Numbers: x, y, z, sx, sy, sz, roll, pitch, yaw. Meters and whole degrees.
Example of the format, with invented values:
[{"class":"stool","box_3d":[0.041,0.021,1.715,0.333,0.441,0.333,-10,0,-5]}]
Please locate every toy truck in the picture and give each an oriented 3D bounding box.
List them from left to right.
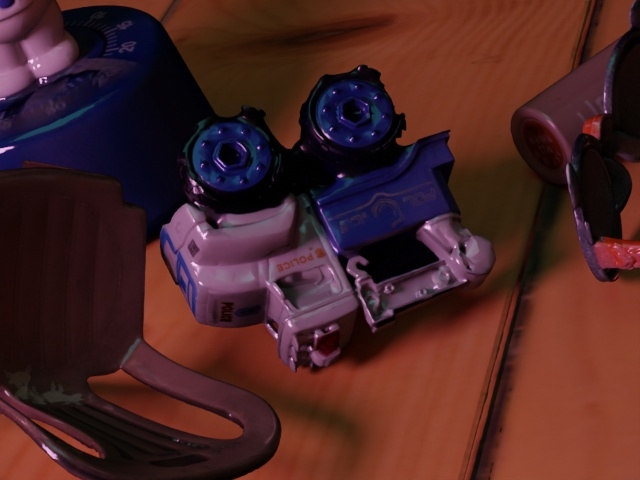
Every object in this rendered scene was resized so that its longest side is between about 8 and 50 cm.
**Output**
[{"class":"toy truck","box_3d":[0.000,0.000,1.136,0.213,0.161,0.177,-21,68,-13]}]

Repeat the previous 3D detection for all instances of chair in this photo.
[{"class":"chair","box_3d":[-0.176,0.044,1.058,0.175,0.183,0.326,-3,6,-42]}]

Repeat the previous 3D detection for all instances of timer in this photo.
[{"class":"timer","box_3d":[-0.263,-0.190,1.330,0.270,0.383,0.270,-14,32,9]}]

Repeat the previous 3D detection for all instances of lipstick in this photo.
[{"class":"lipstick","box_3d":[0.264,-0.138,1.257,0.254,0.070,0.070,-35,35,-22]}]

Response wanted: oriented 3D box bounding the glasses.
[{"class":"glasses","box_3d":[0.309,-0.070,1.080,0.268,0.118,0.234,0,41,29]}]
